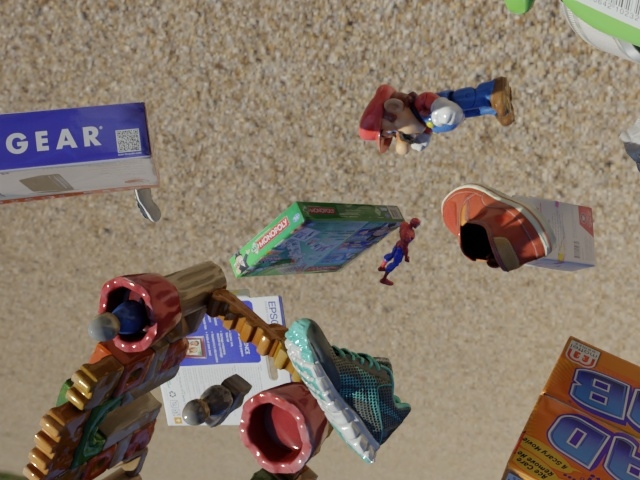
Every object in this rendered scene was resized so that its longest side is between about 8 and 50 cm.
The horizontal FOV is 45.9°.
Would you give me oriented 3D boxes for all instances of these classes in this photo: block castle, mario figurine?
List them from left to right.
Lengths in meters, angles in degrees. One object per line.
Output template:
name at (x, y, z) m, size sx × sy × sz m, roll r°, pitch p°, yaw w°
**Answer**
block castle at (-0.178, 0.273, 0.892) m, size 0.303 × 0.453 × 0.213 m, roll 35°, pitch -153°, yaw 20°
mario figurine at (0.234, -0.235, 1.557) m, size 0.320 × 0.170 × 0.198 m, roll -6°, pitch 138°, yaw 22°

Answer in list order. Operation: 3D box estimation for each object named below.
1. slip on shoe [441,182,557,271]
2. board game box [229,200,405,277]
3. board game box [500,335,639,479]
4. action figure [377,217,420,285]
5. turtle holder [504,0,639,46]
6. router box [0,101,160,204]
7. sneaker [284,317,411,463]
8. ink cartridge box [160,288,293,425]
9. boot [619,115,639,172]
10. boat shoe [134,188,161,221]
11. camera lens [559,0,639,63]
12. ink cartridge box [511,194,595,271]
slip on shoe at (0.266, -0.019, 1.254) m, size 0.123 × 0.101 × 0.331 m, roll 60°, pitch 175°, yaw -15°
board game box at (0.000, 0.000, 1.530) m, size 0.317 × 0.046 × 0.213 m, roll 0°, pitch 150°, yaw -49°
board game box at (0.487, 0.456, 1.264) m, size 0.356 × 0.356 × 0.357 m, roll 24°, pitch 127°, yaw 21°
action figure at (0.105, 0.011, 0.989) m, size 0.030 × 0.038 × 0.115 m, roll 9°, pitch 137°, yaw -9°
turtle holder at (0.244, -0.297, 0.487) m, size 0.243 × 0.227 × 0.320 m, roll 20°, pitch 144°, yaw 59°
router box at (-0.427, -0.125, 1.172) m, size 0.335 × 0.082 × 0.301 m, roll -7°, pitch 177°, yaw -10°
sneaker at (0.028, 0.123, 0.687) m, size 0.065 × 0.076 × 0.166 m, roll 30°, pitch 154°, yaw 56°
ink cartridge box at (-0.206, 0.255, 1.632) m, size 0.307 × 0.304 × 0.072 m, roll -4°, pitch -164°, yaw 10°
boot at (0.638, -0.156, 1.369) m, size 0.095 × 0.258 × 0.123 m, roll 34°, pitch 116°, yaw -22°
boat shoe at (-0.418, -0.097, 1.788) m, size 0.038 × 0.046 × 0.125 m, roll 11°, pitch 141°, yaw 31°
camera lens at (0.525, -0.398, 1.205) m, size 0.219 × 0.219 × 0.274 m, roll 13°, pitch -159°, yaw -10°
ink cartridge box at (0.407, -0.012, 1.384) m, size 0.198 × 0.115 × 0.067 m, roll 8°, pitch 165°, yaw -28°
